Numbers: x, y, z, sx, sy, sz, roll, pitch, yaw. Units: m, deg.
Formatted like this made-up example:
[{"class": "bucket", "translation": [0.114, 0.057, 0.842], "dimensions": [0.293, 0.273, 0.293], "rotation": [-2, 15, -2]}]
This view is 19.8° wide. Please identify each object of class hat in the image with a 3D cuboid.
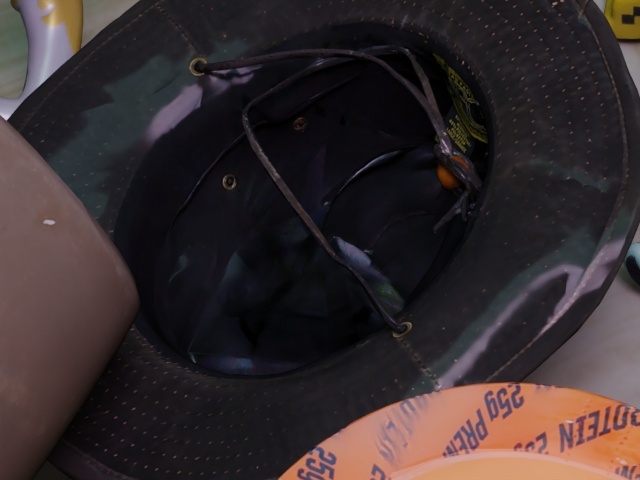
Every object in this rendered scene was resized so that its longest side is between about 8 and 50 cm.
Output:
[{"class": "hat", "translation": [0.000, 0.000, 0.887], "dimensions": [0.331, 0.134, 0.331], "rotation": [-7, 60, 13]}]

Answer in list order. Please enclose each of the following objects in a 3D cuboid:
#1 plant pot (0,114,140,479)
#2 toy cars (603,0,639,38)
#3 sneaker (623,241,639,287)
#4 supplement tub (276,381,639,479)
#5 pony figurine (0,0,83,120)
[{"class": "plant pot", "translation": [-0.204, 0.049, 0.744], "dimensions": [0.229, 0.263, 0.263], "rotation": [-45, 58, -14]}, {"class": "toy cars", "translation": [0.307, -0.096, 0.925], "dimensions": [0.176, 0.087, 0.393], "rotation": [-36, 56, -14]}, {"class": "sneaker", "translation": [0.204, 0.005, 0.909], "dimensions": [0.098, 0.038, 0.069], "rotation": [20, 59, 13]}, {"class": "supplement tub", "translation": [0.073, 0.201, 0.605], "dimensions": [0.207, 0.338, 0.207], "rotation": [-6, 54, 8]}, {"class": "pony figurine", "translation": [-0.291, -0.083, 0.935], "dimensions": [0.351, 0.303, 0.364], "rotation": [20, 73, -5]}]
